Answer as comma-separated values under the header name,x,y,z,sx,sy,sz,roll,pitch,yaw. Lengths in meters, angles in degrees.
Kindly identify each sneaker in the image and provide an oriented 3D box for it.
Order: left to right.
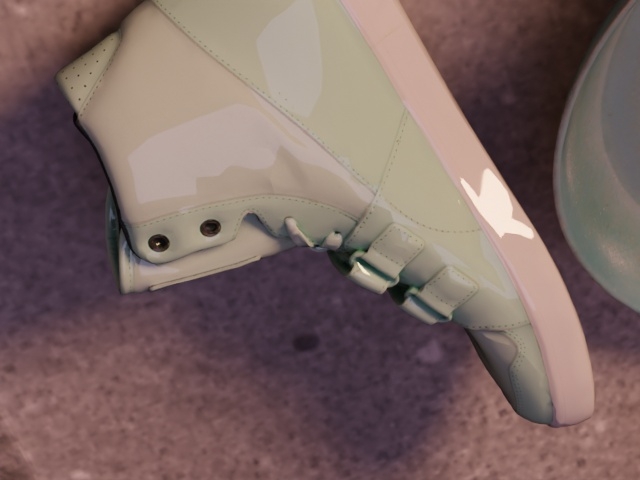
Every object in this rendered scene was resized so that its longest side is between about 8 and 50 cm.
name,x,y,z,sx,sy,sz,roll,pitch,yaw
sneaker,0.000,-0.001,0.772,0.151,0.094,0.256,-34,110,1

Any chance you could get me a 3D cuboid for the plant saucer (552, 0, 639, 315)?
name,x,y,z,sx,sy,sz,roll,pitch,yaw
plant saucer,0.244,-0.068,0.767,0.317,0.044,0.318,-6,141,-5
